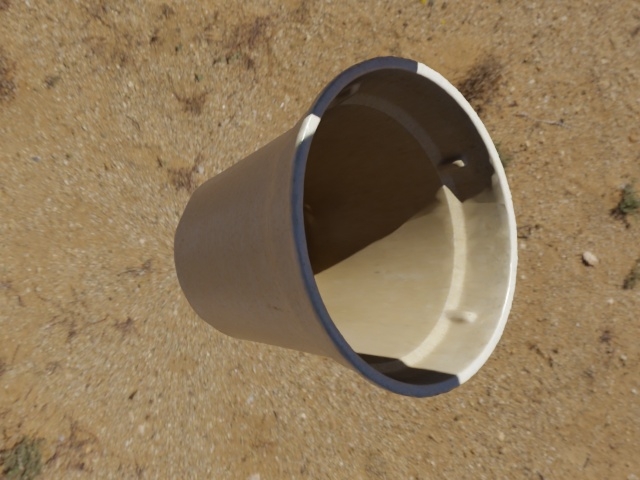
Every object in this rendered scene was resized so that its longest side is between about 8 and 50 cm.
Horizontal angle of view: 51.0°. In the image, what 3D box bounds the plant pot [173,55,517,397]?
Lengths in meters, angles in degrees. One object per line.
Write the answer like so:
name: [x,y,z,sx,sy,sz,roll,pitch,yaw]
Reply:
plant pot: [0.000,0.000,0.768,0.333,0.305,0.334,8,79,-42]
